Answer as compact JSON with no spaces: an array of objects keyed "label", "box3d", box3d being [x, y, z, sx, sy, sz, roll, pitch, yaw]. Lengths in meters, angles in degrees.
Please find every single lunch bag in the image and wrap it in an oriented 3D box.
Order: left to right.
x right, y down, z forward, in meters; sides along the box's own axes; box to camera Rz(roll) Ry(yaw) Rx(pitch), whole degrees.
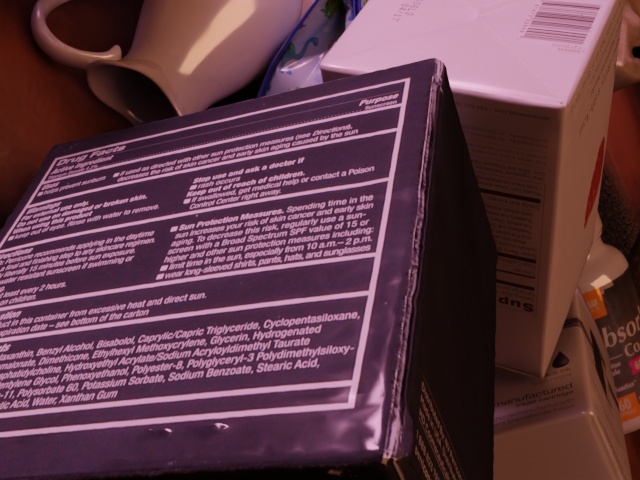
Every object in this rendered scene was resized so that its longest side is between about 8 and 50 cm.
[{"label":"lunch bag","box3d":[0.016,-0.156,0.737,0.129,0.096,0.151,-37,147,-71]}]

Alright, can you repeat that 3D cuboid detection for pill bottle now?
[{"label":"pill bottle","box3d":[0.329,0.099,1.071,0.162,0.162,0.278,-31,103,-47]}]

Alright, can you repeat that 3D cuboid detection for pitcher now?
[{"label":"pitcher","box3d":[-0.120,-0.188,0.701,0.178,0.125,0.207,38,61,-13]}]

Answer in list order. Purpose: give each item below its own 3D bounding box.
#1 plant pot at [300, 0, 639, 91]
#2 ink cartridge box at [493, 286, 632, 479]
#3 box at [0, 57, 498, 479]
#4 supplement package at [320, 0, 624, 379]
[{"label":"plant pot","box3d":[0.169,-0.234,0.874,0.334,0.305,0.334,15,69,-45]},{"label":"ink cartridge box","box3d":[0.176,0.160,0.804,0.114,0.197,0.273,64,21,-13]},{"label":"box","box3d":[-0.054,0.066,0.497,0.294,0.296,0.183,-76,150,-46]},{"label":"supplement package","box3d":[0.131,-0.058,0.683,0.177,0.175,0.293,-58,151,-35]}]
